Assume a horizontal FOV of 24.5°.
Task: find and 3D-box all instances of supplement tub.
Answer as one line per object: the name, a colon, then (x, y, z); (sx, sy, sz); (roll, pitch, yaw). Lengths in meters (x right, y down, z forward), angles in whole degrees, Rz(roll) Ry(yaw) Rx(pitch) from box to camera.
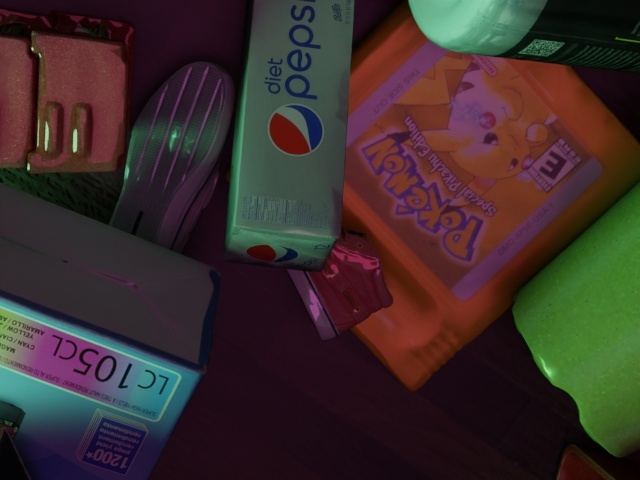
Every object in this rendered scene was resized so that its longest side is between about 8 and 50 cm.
supplement tub: (0.259, -0.249, 1.268); (0.338, 0.207, 0.207); (4, 101, -23)

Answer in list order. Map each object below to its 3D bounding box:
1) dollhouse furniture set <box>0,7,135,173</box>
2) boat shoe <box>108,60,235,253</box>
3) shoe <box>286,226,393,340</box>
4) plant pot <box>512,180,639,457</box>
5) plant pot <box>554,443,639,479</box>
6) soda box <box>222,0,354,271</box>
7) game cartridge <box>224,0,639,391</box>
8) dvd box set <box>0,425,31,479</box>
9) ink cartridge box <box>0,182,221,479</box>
dollhouse furniture set: (-0.230, -0.254, 1.239); (0.152, 0.201, 0.374); (3, 102, -7)
boat shoe: (-0.137, -0.061, 1.355); (0.083, 0.076, 0.226); (33, 104, 16)
shoe: (0.000, 0.000, 1.346); (0.081, 0.063, 0.178); (-27, 106, -2)
plant pot: (0.323, 0.055, 1.336); (0.254, 0.276, 0.276); (-36, 103, 14)
plant pot: (0.360, 0.377, 1.414); (0.235, 0.267, 0.267); (10, 100, -19)
soda box: (-0.026, -0.123, 1.277); (0.091, 0.098, 0.286); (6, 71, -7)
game cartridge: (0.110, -0.061, 1.391); (0.323, 0.053, 0.285); (-44, 102, 3)
dvd box set: (-0.427, 0.276, 1.268); (0.420, 0.062, 0.308); (-2, 133, 13)
ink cartridge box: (-0.282, 0.160, 1.298); (0.270, 0.151, 0.395); (22, 125, -10)
